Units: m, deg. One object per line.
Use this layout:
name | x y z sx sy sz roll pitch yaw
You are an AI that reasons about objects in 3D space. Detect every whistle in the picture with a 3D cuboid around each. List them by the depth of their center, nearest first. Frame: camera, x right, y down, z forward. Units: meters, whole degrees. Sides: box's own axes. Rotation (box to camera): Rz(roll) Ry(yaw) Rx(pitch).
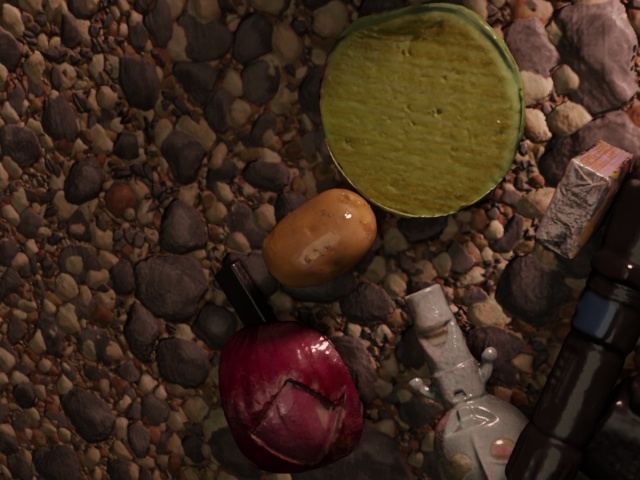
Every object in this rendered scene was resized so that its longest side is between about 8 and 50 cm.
whistle | 0.204 0.230 1.286 0.142 0.133 0.346 -26 83 35

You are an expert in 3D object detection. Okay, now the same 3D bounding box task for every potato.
potato | 0.000 0.000 1.324 0.178 0.118 0.109 -33 124 19

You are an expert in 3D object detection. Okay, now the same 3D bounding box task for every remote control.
remote control | -0.088 0.145 1.466 0.063 0.025 0.245 -34 88 37

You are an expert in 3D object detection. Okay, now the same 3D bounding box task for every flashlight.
flashlight | 0.340 0.133 1.136 0.103 0.103 0.424 24 103 20

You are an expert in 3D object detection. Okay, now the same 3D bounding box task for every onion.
onion | -0.063 0.255 1.410 0.247 0.111 0.250 -12 100 38

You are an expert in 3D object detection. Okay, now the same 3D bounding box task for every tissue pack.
tissue pack | 0.319 -0.052 1.110 0.060 0.148 0.109 30 117 19

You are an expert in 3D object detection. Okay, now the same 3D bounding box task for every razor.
razor | 0.486 0.311 1.158 0.327 0.107 0.189 36 120 18

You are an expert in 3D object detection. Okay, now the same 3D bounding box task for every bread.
bread | 0.133 -0.169 1.234 0.301 0.045 0.301 10 111 28
